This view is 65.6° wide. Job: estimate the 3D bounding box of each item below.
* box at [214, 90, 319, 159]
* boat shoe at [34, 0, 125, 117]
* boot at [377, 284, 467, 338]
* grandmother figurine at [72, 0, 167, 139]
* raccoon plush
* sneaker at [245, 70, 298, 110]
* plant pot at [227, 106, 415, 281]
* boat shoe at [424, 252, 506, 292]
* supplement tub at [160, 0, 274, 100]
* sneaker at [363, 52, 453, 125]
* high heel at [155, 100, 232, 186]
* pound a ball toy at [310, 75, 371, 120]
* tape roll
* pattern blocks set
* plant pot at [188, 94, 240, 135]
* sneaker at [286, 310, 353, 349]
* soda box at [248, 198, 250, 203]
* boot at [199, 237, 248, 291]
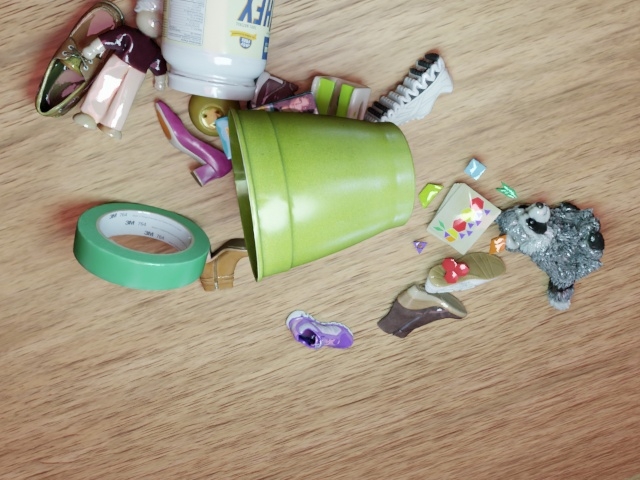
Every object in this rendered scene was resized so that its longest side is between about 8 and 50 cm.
[{"bbox_3d":[-0.123,-0.280,1.204,0.244,0.060,0.100,-17,109,0],"label":"box"},{"bbox_3d":[-0.560,-0.413,1.161,0.110,0.104,0.307,32,107,-21],"label":"boat shoe"},{"bbox_3d":[0.339,0.252,1.654,0.248,0.090,0.207,22,123,-20],"label":"boot"},{"bbox_3d":[-0.442,-0.411,1.163,0.104,0.208,0.342,35,101,24],"label":"grandmother figurine"},{"bbox_3d":[0.674,0.069,1.545,0.299,0.216,0.446,-4,117,2],"label":"raccoon plush"},{"bbox_3d":[-0.122,-0.284,1.296,0.162,0.106,0.281,10,113,-17],"label":"sneaker"},{"bbox_3d":[0.003,-0.121,1.084,0.353,0.366,0.366,-10,117,-13],"label":"plant pot"},{"bbox_3d":[0.457,0.110,1.589,0.277,0.098,0.096,-8,151,-16],"label":"boat shoe"},{"bbox_3d":[-0.225,-0.493,1.095,0.235,0.235,0.325,6,111,-12],"label":"supplement tub"},{"bbox_3d":[0.228,-0.354,1.320,0.292,0.110,0.118,-40,124,12],"label":"sneaker"},{"bbox_3d":[-0.326,-0.269,1.299,0.117,0.082,0.244,-37,105,-22],"label":"high heel"},{"bbox_3d":[0.064,-0.246,1.305,0.208,0.136,0.319,23,115,20],"label":"pound a ball toy"},{"bbox_3d":[-0.448,0.008,1.262,0.321,0.321,0.077,15,112,-15],"label":"tape roll"},{"bbox_3d":[0.413,-0.060,1.452,0.285,0.026,0.325,47,114,7],"label":"pattern blocks set"},{"bbox_3d":[-0.270,-0.321,1.257,0.134,0.095,0.134,-4,116,-8],"label":"plant pot"},{"bbox_3d":[0.002,0.312,1.602,0.236,0.104,0.095,21,109,-19],"label":"sneaker"},{"bbox_3d":[-0.160,-0.119,1.323,0.061,0.181,0.058,-11,116,-4],"label":"soda box"},{"bbox_3d":[-0.269,0.076,1.466,0.197,0.073,0.152,-2,115,6],"label":"boot"}]
